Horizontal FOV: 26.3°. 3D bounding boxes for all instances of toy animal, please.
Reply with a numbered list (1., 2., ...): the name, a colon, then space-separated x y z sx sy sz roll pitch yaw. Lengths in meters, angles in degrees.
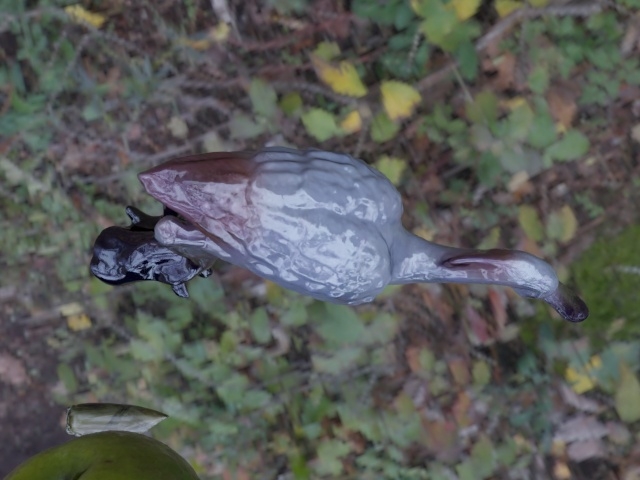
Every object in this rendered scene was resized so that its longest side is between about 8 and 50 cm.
1. toy animal: 0.011 -0.004 0.856 0.324 0.090 0.195 5 167 9

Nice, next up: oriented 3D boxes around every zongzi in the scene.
1. zongzi: -0.205 0.178 1.363 0.076 0.040 0.083 16 157 -38

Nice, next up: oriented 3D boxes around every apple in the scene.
1. apple: -0.172 0.241 1.051 0.196 0.196 0.157 -28 122 9
